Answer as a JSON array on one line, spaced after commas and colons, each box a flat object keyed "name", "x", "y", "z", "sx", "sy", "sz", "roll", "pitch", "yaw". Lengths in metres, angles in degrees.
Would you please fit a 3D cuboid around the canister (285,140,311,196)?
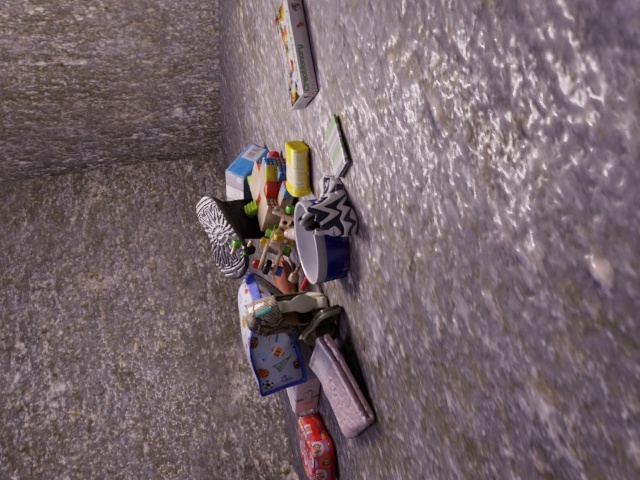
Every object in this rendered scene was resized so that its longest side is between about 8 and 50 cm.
[{"name": "canister", "x": -0.080, "y": -0.255, "z": 1.872, "sx": 0.126, "sy": 0.073, "sz": 0.170, "roll": -126, "pitch": 31, "yaw": -58}]

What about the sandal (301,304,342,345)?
[{"name": "sandal", "x": 0.012, "y": 0.315, "z": 1.848, "sx": 0.086, "sy": 0.120, "sz": 0.303, "roll": 57, "pitch": 157, "yaw": 18}]

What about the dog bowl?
[{"name": "dog bowl", "x": 0.000, "y": 0.000, "z": 1.681, "sx": 0.265, "sy": 0.104, "sz": 0.265, "roll": 170, "pitch": 90, "yaw": -75}]

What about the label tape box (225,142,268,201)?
[{"name": "label tape box", "x": -0.352, "y": -0.263, "z": 2.573, "sx": 0.334, "sy": 0.105, "sz": 0.241, "roll": 98, "pitch": -161, "yaw": -48}]

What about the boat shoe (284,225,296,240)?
[{"name": "boat shoe", "x": -0.075, "y": -0.029, "z": 1.880, "sx": 0.170, "sy": 0.059, "sz": 0.063, "roll": -1, "pitch": -84, "yaw": -68}]

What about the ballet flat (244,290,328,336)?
[{"name": "ballet flat", "x": -0.075, "y": 0.249, "z": 1.888, "sx": 0.482, "sy": 0.181, "sz": 0.164, "roll": 9, "pitch": -124, "yaw": -64}]

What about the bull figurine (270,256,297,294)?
[{"name": "bull figurine", "x": -0.168, "y": 0.214, "z": 2.450, "sx": 0.188, "sy": 0.101, "sz": 0.311, "roll": -137, "pitch": 38, "yaw": -60}]

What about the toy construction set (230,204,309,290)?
[{"name": "toy construction set", "x": -0.125, "y": 0.009, "z": 2.008, "sx": 0.308, "sy": 0.257, "sz": 0.237, "roll": 34, "pitch": 114, "yaw": 21}]

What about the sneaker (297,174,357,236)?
[{"name": "sneaker", "x": -0.002, "y": -0.096, "z": 1.526, "sx": 0.094, "sy": 0.152, "sz": 0.235, "roll": 102, "pitch": 153, "yaw": -51}]

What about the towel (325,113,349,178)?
[{"name": "towel", "x": 0.048, "y": -0.263, "z": 1.495, "sx": 0.113, "sy": 0.023, "sz": 0.152, "roll": 126, "pitch": 134, "yaw": -67}]

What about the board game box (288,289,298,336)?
[{"name": "board game box", "x": -0.116, "y": 0.334, "z": 2.319, "sx": 0.124, "sy": 0.039, "sz": 0.260, "roll": 45, "pitch": 145, "yaw": 19}]

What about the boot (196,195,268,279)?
[{"name": "boot", "x": -0.304, "y": -0.020, "z": 2.309, "sx": 0.445, "sy": 0.146, "sz": 0.367, "roll": 0, "pitch": -116, "yaw": -66}]

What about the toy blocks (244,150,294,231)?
[{"name": "toy blocks", "x": -0.201, "y": -0.229, "z": 2.201, "sx": 0.261, "sy": 0.190, "sz": 0.382, "roll": 112, "pitch": 149, "yaw": -43}]

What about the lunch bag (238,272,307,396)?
[{"name": "lunch bag", "x": -0.206, "y": 0.358, "z": 2.136, "sx": 0.328, "sy": 0.238, "sz": 0.386, "roll": -124, "pitch": 17, "yaw": -61}]

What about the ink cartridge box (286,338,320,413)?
[{"name": "ink cartridge box", "x": -0.087, "y": 0.611, "z": 2.394, "sx": 0.283, "sy": 0.117, "sz": 0.207, "roll": 95, "pitch": 158, "yaw": -45}]

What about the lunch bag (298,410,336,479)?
[{"name": "lunch bag", "x": -0.024, "y": 0.907, "z": 2.357, "sx": 0.293, "sy": 0.120, "sz": 0.259, "roll": -136, "pitch": 39, "yaw": -67}]

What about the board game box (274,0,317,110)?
[{"name": "board game box", "x": -0.080, "y": -0.588, "z": 1.679, "sx": 0.193, "sy": 0.053, "sz": 0.306, "roll": 170, "pitch": 90, "yaw": -75}]

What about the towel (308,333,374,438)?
[{"name": "towel", "x": 0.059, "y": 0.501, "z": 1.796, "sx": 0.317, "sy": 0.053, "sz": 0.332, "roll": 60, "pitch": 161, "yaw": 21}]
